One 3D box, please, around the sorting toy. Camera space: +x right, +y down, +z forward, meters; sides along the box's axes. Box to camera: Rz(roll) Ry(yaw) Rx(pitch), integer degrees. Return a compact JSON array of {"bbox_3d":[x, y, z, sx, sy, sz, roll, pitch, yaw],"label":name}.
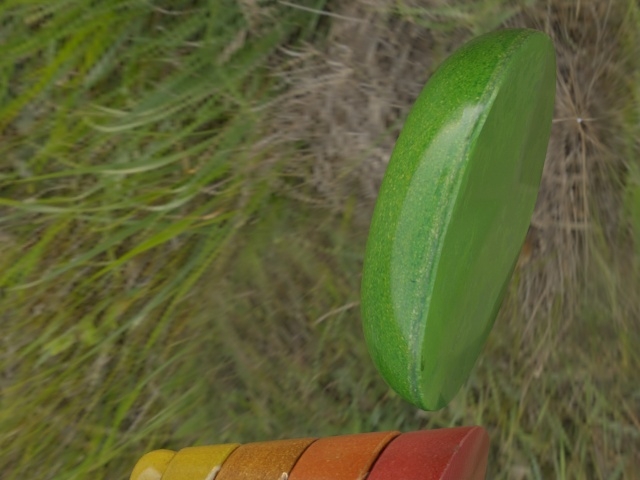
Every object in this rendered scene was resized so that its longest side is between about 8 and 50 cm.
[{"bbox_3d":[0.000,0.000,0.588,0.126,0.127,0.366,17,120,17],"label":"sorting toy"}]
